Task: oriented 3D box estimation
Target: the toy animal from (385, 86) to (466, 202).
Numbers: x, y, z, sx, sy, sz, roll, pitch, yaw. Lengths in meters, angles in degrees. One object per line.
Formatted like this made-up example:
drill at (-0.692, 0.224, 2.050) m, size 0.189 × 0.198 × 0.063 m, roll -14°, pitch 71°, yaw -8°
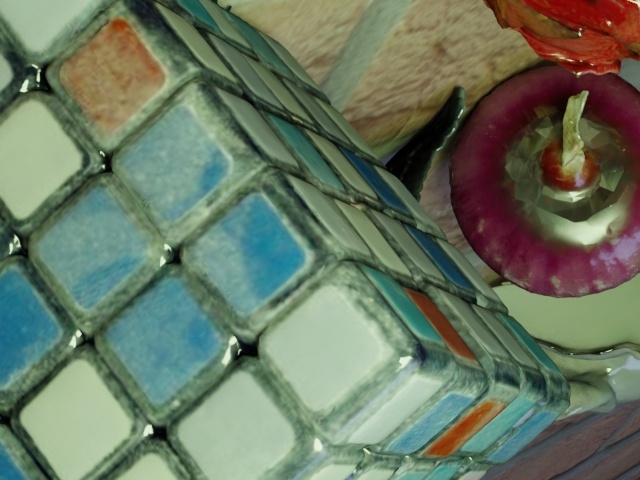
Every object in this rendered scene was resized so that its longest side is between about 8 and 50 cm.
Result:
toy animal at (0.004, 0.015, 1.333) m, size 0.272 × 0.160 × 0.197 m, roll -4°, pitch 144°, yaw -49°

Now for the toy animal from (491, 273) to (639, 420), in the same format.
toy animal at (0.299, 0.070, 1.943) m, size 0.249 × 0.174 × 0.289 m, roll -47°, pitch 159°, yaw 23°

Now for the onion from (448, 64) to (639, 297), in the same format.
onion at (0.185, -0.044, 1.462) m, size 0.177 × 0.177 × 0.153 m, roll -45°, pitch -170°, yaw 17°

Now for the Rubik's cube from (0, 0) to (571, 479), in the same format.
Rubik's cube at (-0.089, 0.057, 0.992) m, size 0.287 × 0.293 × 0.292 m, roll -43°, pitch 163°, yaw 11°

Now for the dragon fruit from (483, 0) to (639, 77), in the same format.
dragon fruit at (0.157, -0.185, 1.064) m, size 0.172 × 0.209 × 0.172 m, roll -15°, pitch 138°, yaw -14°
